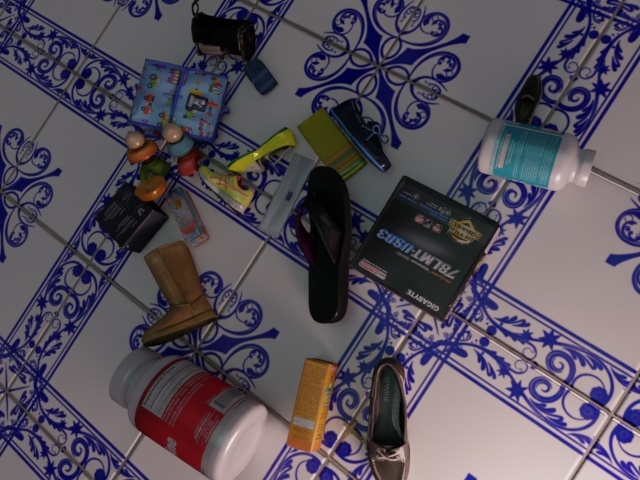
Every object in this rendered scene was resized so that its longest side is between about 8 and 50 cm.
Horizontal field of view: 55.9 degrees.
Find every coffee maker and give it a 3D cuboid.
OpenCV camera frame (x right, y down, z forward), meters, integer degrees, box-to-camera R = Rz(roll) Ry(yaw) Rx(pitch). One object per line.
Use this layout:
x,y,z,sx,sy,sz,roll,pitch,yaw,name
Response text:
-0.306,-0.650,1.888,0.178,0.171,0.120,13,66,19,coffee maker

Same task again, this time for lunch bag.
-0.428,-0.429,1.922,0.293,0.138,0.221,11,81,8,lunch bag

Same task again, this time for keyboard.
-0.101,-0.134,1.793,0.072,0.014,0.256,25,88,17,keyboard

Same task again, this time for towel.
-0.189,-0.514,1.894,0.067,0.029,0.119,-37,70,8,towel
0.032,-0.280,1.775,0.102,0.021,0.237,-36,69,3,towel

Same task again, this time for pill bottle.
0.542,-0.211,1.516,0.264,0.146,0.146,18,85,22,pill bottle
-0.365,0.456,1.637,0.408,0.229,0.229,24,87,22,pill bottle

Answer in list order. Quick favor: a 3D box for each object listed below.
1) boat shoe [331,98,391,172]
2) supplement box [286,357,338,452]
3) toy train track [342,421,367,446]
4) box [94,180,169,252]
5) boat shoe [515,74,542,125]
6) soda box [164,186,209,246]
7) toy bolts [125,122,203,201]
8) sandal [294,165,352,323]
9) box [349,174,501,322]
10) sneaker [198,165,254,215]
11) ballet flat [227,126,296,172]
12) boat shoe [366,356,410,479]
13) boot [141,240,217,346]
0.126,-0.308,1.702,0.089,0.109,0.258,-37,72,5,boat shoe
-0.021,0.434,1.605,0.080,0.078,0.233,8,82,20,supplement box
0.093,0.508,1.586,0.083,0.014,0.048,41,86,16,toy train track
-0.594,-0.071,1.901,0.158,0.093,0.156,42,94,23,box
0.553,-0.373,1.598,0.056,0.049,0.152,11,82,21,boat shoe
-0.410,-0.072,1.855,0.058,0.063,0.183,-32,70,9,soda box
-0.494,-0.254,1.836,0.228,0.158,0.218,-17,37,11,toy bolts
0.002,0.001,1.643,0.167,0.107,0.445,-17,71,48,sandal
0.274,0.020,1.600,0.295,0.073,0.293,32,89,23,box
-0.283,-0.169,1.832,0.208,0.081,0.094,41,86,15,sneaker
-0.172,-0.251,1.811,0.231,0.077,0.077,-32,87,8,ballet flat
0.167,0.464,1.522,0.112,0.095,0.335,-2,78,14,boat shoe
-0.456,0.155,1.774,0.236,0.089,0.269,-19,69,-30,boot
